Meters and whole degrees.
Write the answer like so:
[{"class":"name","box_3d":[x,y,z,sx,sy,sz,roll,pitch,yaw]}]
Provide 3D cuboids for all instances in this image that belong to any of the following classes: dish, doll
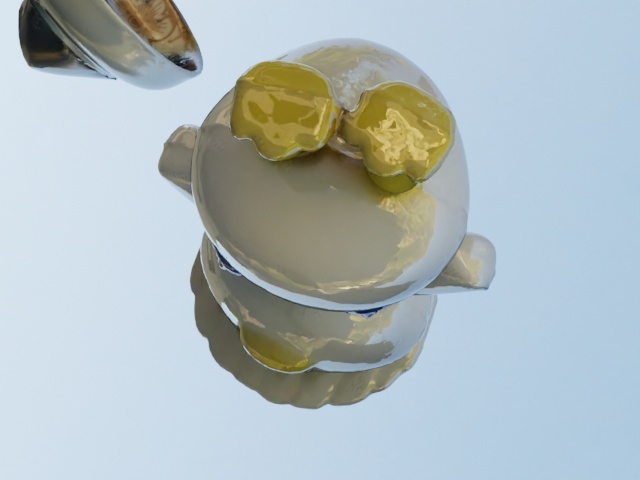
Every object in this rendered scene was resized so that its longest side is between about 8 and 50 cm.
[{"class":"dish","box_3d":[-0.141,-0.128,0.783,0.078,0.141,0.141,-36,-105,13]},{"class":"doll","box_3d":[0.000,0.000,0.573,0.138,0.293,0.119,18,-104,1]}]
